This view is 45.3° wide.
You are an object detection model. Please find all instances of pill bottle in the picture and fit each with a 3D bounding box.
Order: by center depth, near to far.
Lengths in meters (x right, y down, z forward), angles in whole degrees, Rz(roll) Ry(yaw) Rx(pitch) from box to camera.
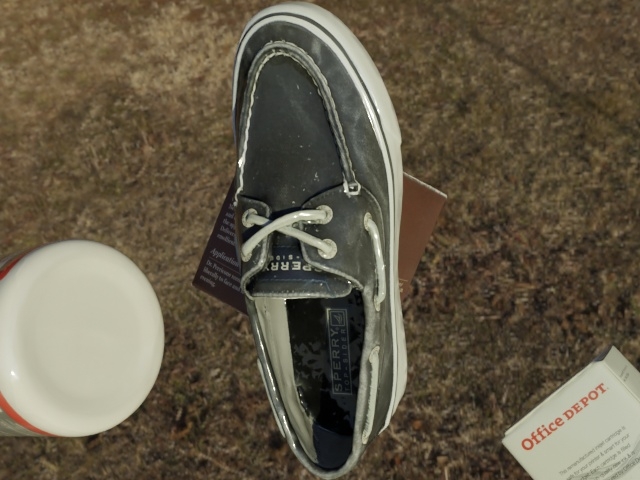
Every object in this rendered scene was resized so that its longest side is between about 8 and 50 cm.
[{"bbox_3d":[-0.375,0.124,0.908,0.363,0.210,0.210,-10,29,38],"label":"pill bottle"}]

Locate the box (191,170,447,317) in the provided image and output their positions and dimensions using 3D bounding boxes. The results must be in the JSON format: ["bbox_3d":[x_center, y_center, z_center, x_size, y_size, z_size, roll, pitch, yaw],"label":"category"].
[{"bbox_3d":[0.000,0.000,0.842,0.168,0.167,0.203,25,94,37],"label":"box"}]

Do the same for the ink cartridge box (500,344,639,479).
[{"bbox_3d":[0.323,0.240,0.823,0.208,0.153,0.087,50,25,15],"label":"ink cartridge box"}]

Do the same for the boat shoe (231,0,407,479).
[{"bbox_3d":[-0.008,0.006,0.485,0.108,0.301,0.102,0,17,19],"label":"boat shoe"}]
